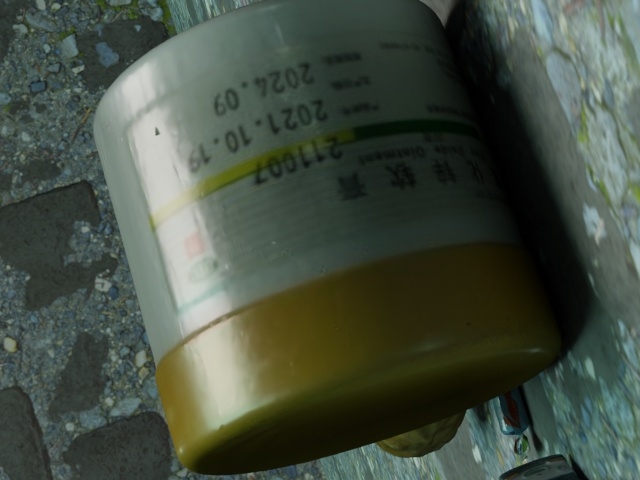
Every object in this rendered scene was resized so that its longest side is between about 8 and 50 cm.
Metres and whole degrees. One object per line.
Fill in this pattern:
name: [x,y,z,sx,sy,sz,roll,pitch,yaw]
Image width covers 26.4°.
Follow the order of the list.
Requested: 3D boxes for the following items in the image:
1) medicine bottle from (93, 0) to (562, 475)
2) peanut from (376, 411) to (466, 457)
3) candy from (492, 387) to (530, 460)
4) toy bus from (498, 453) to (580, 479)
medicine bottle: [0.000,0.000,0.835,0.238,0.237,0.232,99,154,-73]
peanut: [0.067,0.071,1.056,0.108,0.095,0.226,32,137,55]
candy: [0.131,0.112,0.948,0.030,0.020,0.083,152,103,-82]
toy bus: [0.151,0.195,0.870,0.058,0.052,0.102,-128,22,-68]
